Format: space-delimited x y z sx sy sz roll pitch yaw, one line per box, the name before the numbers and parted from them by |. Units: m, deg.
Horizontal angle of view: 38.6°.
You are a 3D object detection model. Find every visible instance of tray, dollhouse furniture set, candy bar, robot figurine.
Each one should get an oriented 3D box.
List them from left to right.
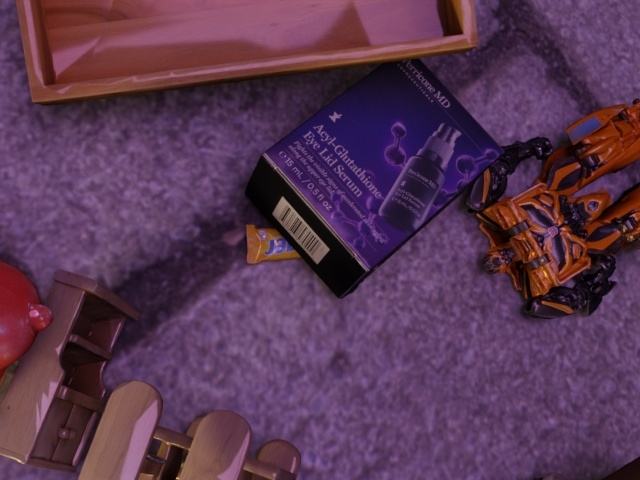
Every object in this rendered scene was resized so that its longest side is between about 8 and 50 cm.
dollhouse furniture set | -0.134 0.144 0.789 0.242 0.212 0.161 16 75 15
tray | -0.071 -0.254 0.855 0.411 0.076 0.203 -8 96 -5
candy bar | 0.000 0.000 0.955 0.161 0.018 0.040 -3 80 -16
robot figurine | 0.301 -0.044 1.018 0.291 0.085 0.211 -30 88 -20

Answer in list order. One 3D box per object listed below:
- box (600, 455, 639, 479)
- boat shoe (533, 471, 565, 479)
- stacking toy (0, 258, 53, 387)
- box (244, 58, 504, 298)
box | 0.230 0.370 0.841 0.381 0.143 0.191 -29 89 -3
boat shoe | 0.267 0.340 0.957 0.065 0.075 0.206 -29 95 23
stacking toy | -0.362 -0.020 0.703 0.309 0.130 0.279 20 45 -41
box | 0.053 -0.069 0.923 0.207 0.108 0.153 -41 85 -23
